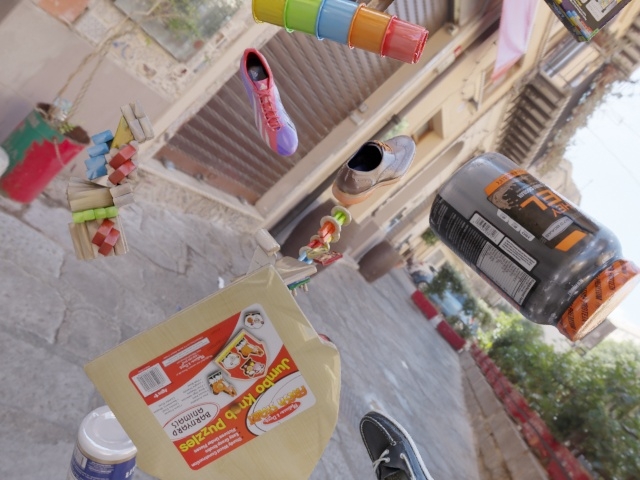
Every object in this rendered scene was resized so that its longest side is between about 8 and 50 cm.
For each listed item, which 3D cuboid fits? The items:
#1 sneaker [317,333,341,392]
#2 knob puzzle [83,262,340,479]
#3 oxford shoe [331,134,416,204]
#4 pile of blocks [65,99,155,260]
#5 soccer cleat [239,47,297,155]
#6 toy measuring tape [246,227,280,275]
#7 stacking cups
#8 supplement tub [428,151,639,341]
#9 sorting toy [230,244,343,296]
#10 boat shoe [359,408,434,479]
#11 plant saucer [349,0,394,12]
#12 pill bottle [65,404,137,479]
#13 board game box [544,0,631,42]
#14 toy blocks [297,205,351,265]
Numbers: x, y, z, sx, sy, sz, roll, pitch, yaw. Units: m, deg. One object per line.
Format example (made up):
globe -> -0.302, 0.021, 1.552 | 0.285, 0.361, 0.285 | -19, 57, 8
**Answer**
sneaker -> -0.075, 0.210, 0.876 | 0.136, 0.116, 0.313 | -7, 20, -28
knob puzzle -> -0.070, 0.139, 0.418 | 0.213, 0.213, 0.030 | 47, 1, -13
oxford shoe -> 0.183, -0.240, 1.439 | 0.129, 0.363, 0.133 | 37, -37, 17
pile of blocks -> -0.446, -0.126, 1.011 | 0.148, 0.363, 0.112 | 13, 0, -21
soccer cleat -> -0.120, -0.310, 1.096 | 0.095, 0.082, 0.248 | 149, -80, -87
toy measuring tape -> -0.160, 0.122, 0.725 | 0.121, 0.330, 0.122 | 18, 37, -14
stacking cups -> 0.033, -0.393, 0.873 | 0.315, 0.096, 0.096 | 23, 1, 12
supplement tub -> 0.380, 0.006, 0.889 | 0.338, 0.207, 0.207 | 48, 5, 33
sorting toy -> -0.081, 0.080, 0.941 | 0.132, 0.274, 0.047 | 14, -58, 60
boat shoe -> 0.171, 0.512, 1.070 | 0.091, 0.115, 0.302 | 0, 35, -42
plant saucer -> 0.144, -0.597, 1.098 | 0.050, 0.310, 0.310 | 45, 6, -1
pill bottle -> -0.327, 0.341, 0.731 | 0.094, 0.170, 0.094 | 20, 22, -9
board game box -> 0.521, -0.505, 0.951 | 0.170, 0.141, 0.048 | 45, 14, -11
toy blocks -> 0.000, 0.000, 1.109 | 0.054, 0.123, 0.148 | 38, 48, 6
